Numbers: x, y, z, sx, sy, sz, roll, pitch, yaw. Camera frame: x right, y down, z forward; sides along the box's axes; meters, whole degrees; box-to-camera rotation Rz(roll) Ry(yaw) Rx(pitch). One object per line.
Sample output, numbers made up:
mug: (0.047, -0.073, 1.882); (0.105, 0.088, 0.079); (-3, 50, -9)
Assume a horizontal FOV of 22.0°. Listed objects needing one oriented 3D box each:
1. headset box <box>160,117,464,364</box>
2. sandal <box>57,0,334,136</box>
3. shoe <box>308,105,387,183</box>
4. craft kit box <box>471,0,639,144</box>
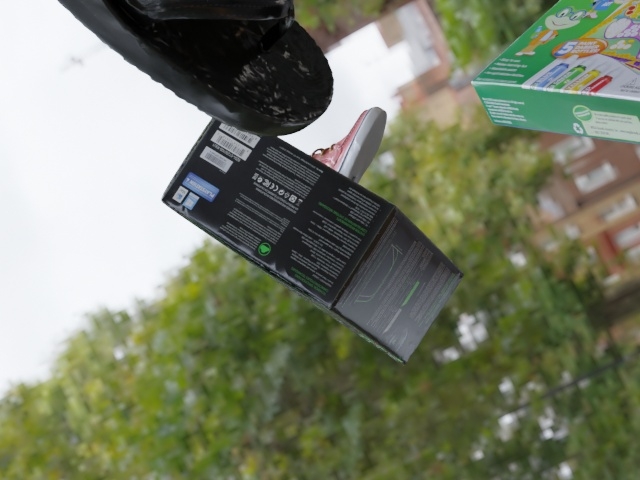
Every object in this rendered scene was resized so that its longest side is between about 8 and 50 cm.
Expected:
headset box: (0.000, 0.000, 1.838); (0.246, 0.131, 0.283); (32, 177, 26)
sandal: (-0.125, -0.220, 1.196); (0.445, 0.107, 0.168); (35, -143, -36)
shoe: (0.014, -0.101, 2.104); (0.081, 0.178, 0.063); (29, -172, 20)
craft kit box: (0.294, -0.182, 1.418); (0.250, 0.246, 0.061); (15, 140, 56)
